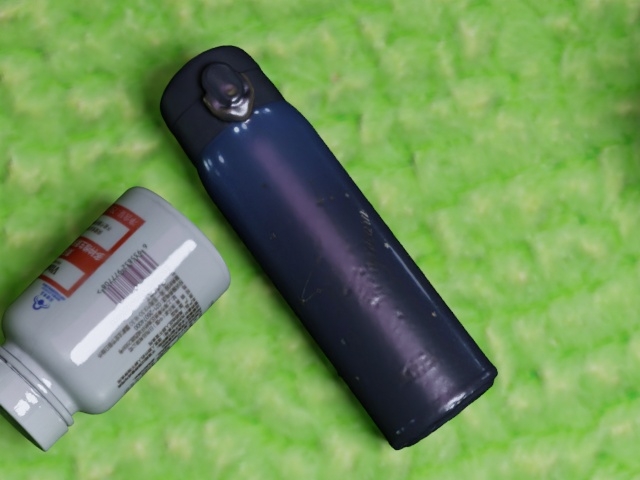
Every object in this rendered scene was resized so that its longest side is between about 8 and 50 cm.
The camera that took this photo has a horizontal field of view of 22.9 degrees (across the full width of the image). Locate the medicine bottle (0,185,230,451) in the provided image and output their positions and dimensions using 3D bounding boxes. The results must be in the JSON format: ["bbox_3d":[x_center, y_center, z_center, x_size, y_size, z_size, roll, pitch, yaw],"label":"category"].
[{"bbox_3d":[-0.122,0.044,0.860,0.079,0.079,0.140,42,74,8],"label":"medicine bottle"}]

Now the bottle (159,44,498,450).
[{"bbox_3d":[0.000,0.000,0.883,0.072,0.082,0.244,-35,78,-11],"label":"bottle"}]
